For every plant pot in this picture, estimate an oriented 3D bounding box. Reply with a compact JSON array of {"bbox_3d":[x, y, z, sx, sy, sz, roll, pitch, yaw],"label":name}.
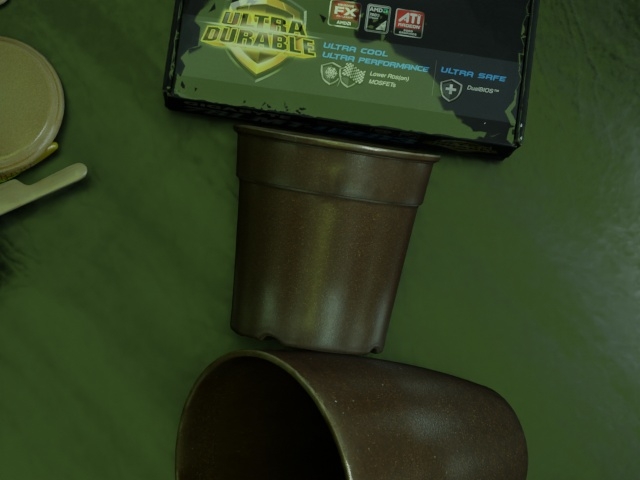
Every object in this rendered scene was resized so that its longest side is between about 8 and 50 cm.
[{"bbox_3d":[0.000,0.000,1.536,0.167,0.167,0.165,9,94,-1],"label":"plant pot"},{"bbox_3d":[0.043,0.178,1.485,0.230,0.215,0.215,-6,86,-39],"label":"plant pot"}]

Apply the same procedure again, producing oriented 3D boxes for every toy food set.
[{"bbox_3d":[-0.277,-0.108,1.591,0.132,0.038,0.192,-22,76,-9],"label":"toy food set"}]

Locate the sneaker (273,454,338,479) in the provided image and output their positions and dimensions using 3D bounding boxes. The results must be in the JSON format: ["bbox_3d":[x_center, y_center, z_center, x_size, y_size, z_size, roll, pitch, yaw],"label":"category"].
[{"bbox_3d":[-0.066,0.234,1.554,0.188,0.071,0.066,-33,88,-3],"label":"sneaker"}]

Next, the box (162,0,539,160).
[{"bbox_3d":[0.035,-0.233,1.582,0.295,0.073,0.293,9,83,-3],"label":"box"}]
